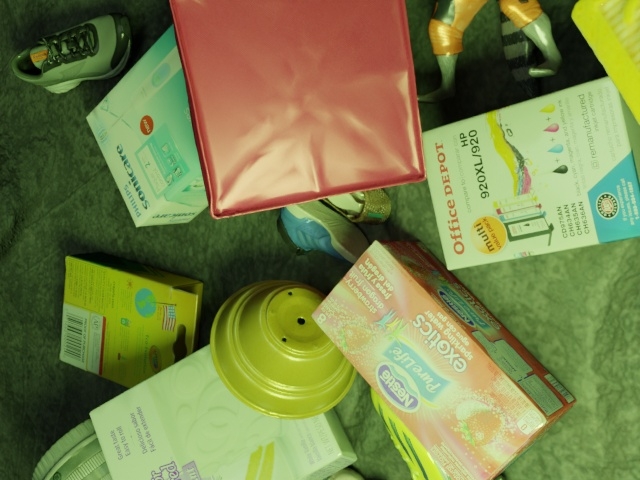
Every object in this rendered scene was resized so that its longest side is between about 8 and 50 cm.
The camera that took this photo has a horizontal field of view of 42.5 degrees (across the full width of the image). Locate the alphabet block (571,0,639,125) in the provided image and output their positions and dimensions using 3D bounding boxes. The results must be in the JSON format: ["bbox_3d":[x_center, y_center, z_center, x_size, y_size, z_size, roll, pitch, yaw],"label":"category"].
[{"bbox_3d":[0.404,-0.203,0.804,0.193,0.197,0.192,-41,67,38],"label":"alphabet block"}]

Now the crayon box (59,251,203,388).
[{"bbox_3d":[-0.313,0.149,1.417,0.318,0.081,0.202,14,102,34],"label":"crayon box"}]

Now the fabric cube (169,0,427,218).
[{"bbox_3d":[-0.038,-0.190,1.007,0.259,0.258,0.254,-10,106,-6],"label":"fabric cube"}]

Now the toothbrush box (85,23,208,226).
[{"bbox_3d":[-0.204,-0.188,1.289,0.295,0.126,0.216,-35,74,33],"label":"toothbrush box"}]

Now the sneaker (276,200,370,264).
[{"bbox_3d":[0.000,-0.001,1.207,0.152,0.058,0.084,37,135,7],"label":"sneaker"}]

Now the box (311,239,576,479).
[{"bbox_3d":[0.154,0.150,1.044,0.300,0.154,0.142,47,110,21],"label":"box"}]

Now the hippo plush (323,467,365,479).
[{"bbox_3d":[-0.010,0.458,1.140,0.294,0.236,0.234,3,96,34],"label":"hippo plush"}]

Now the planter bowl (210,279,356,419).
[{"bbox_3d":[-0.037,0.128,1.133,0.217,0.217,0.090,55,147,18],"label":"planter bowl"}]

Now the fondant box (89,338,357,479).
[{"bbox_3d":[-0.146,0.287,1.211,0.330,0.096,0.238,-30,67,7],"label":"fondant box"}]

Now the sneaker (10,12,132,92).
[{"bbox_3d":[-0.435,-0.327,1.447,0.271,0.108,0.100,-15,84,33],"label":"sneaker"}]

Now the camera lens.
[{"bbox_3d":[-0.319,0.448,1.362,0.274,0.219,0.219,45,117,23],"label":"camera lens"}]

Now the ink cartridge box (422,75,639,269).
[{"bbox_3d":[0.263,-0.072,0.948,0.232,0.168,0.171,-13,87,35],"label":"ink cartridge box"}]

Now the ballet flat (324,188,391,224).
[{"bbox_3d":[0.011,-0.089,1.182,0.206,0.067,0.073,32,113,29],"label":"ballet flat"}]

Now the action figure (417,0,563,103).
[{"bbox_3d":[0.180,-0.339,1.029,0.341,0.178,0.330,175,95,-64],"label":"action figure"}]

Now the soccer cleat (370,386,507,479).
[{"bbox_3d":[0.152,0.307,1.104,0.289,0.093,0.121,48,121,22],"label":"soccer cleat"}]
